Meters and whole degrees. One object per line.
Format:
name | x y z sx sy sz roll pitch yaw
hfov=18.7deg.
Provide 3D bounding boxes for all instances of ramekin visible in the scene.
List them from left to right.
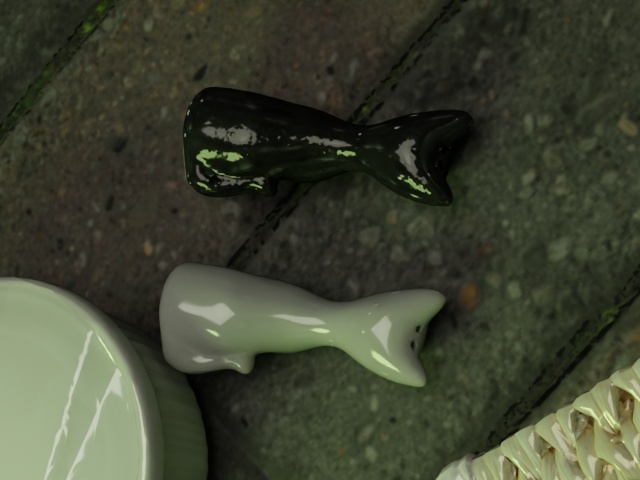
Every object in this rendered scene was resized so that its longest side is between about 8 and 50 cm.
ramekin | -0.206 0.167 1.445 0.273 0.127 0.272 -6 78 29

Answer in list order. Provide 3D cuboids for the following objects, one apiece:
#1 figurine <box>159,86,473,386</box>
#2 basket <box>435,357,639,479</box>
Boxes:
figurine | 0.000 0.000 1.409 0.209 0.092 0.214 4 82 23
basket | 0.301 0.197 1.043 0.266 0.328 0.331 -39 67 33
